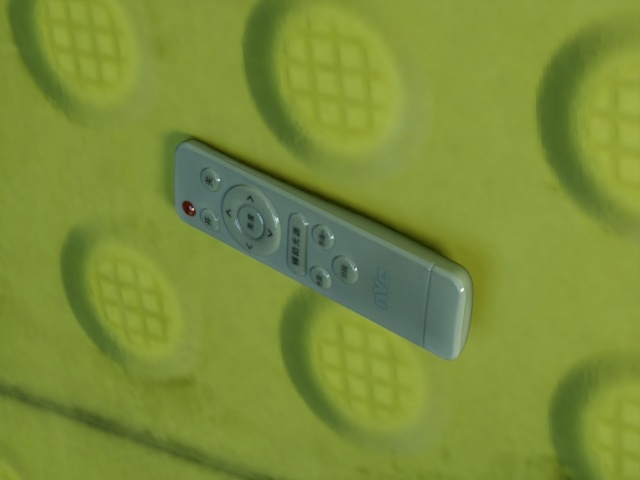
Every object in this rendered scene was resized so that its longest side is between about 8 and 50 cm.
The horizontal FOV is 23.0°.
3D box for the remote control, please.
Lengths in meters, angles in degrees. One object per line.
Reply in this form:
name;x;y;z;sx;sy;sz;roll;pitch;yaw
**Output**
remote control;0.000;0.000;0.775;0.184;0.027;0.050;27;129;30
